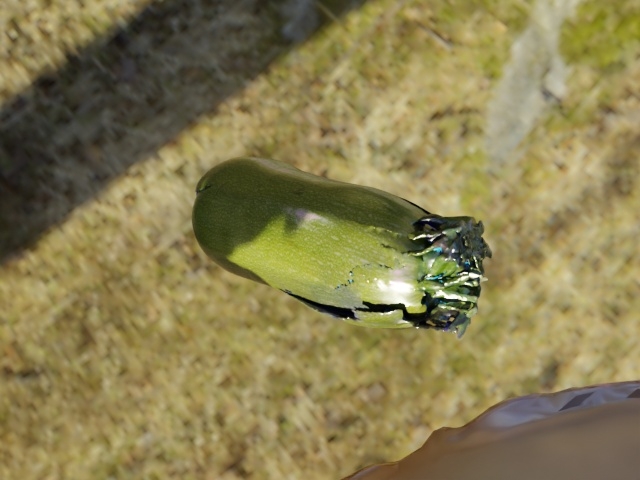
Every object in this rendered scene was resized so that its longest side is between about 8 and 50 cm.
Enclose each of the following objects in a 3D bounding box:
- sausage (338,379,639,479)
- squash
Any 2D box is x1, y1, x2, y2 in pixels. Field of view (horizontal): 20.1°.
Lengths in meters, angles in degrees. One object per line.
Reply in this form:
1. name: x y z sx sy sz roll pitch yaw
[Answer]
1. sausage: 0.086 0.194 0.344 0.233 0.233 0.287 -37 133 -5
2. squash: 0.000 0.000 0.672 0.052 0.183 0.052 -7 105 -29
